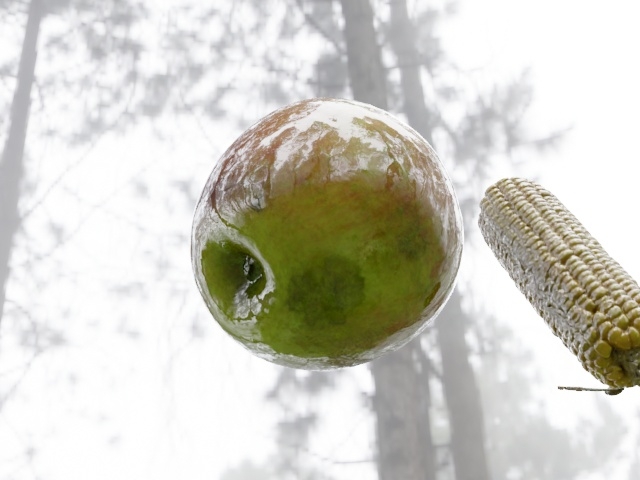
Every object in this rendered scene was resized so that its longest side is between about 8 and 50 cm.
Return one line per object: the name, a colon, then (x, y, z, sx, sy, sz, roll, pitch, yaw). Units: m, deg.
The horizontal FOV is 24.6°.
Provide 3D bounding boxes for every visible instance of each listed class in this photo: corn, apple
corn: (0.172, 0.028, 1.012, 0.068, 0.207, 0.068, -16, -49, -19)
apple: (0.000, 0.000, 1.786, 0.339, 0.339, 0.339, -1, -45, -1)

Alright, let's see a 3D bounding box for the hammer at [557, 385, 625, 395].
hammer: (0.322, 0.178, 1.753, 0.029, 0.014, 0.123, -25, -22, 39)
